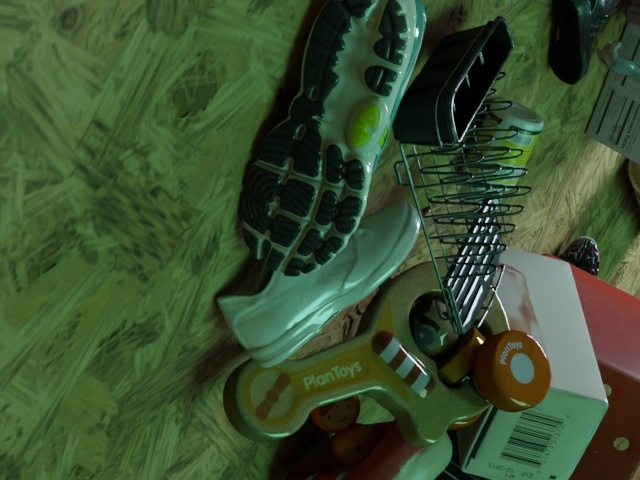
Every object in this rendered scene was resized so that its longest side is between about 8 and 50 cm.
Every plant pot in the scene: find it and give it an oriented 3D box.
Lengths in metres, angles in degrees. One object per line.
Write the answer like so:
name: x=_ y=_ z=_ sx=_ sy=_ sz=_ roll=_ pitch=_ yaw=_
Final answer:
plant pot: x=0.368 y=0.217 z=1.760 sx=0.267 sy=0.267 sz=0.236 roll=-64 pitch=177 yaw=18

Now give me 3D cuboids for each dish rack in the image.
dish rack: x=0.148 y=-0.054 z=1.200 sx=0.208 sy=0.074 sz=0.271 roll=-55 pitch=135 yaw=-50

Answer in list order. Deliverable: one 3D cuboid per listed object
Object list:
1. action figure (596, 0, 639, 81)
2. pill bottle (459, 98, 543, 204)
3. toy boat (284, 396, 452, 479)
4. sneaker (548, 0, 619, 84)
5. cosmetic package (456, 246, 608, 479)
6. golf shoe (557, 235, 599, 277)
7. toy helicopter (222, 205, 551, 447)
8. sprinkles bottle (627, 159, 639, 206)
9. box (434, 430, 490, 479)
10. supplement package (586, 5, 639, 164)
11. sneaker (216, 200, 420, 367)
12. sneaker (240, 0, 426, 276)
action figure: x=0.468 y=-0.250 z=1.408 sx=0.248 sy=0.276 sz=0.370 roll=-62 pitch=157 yaw=-45
pill bottle: x=0.200 y=-0.096 z=1.408 sx=0.065 sy=0.065 sz=0.116 roll=-16 pitch=135 yaw=-54
toy boat: x=0.039 y=0.231 z=1.438 sx=0.151 sy=0.151 sz=0.231 roll=-35 pitch=-170 yaw=-38
sneaker: x=0.306 y=-0.258 z=1.415 sx=0.089 sy=0.051 sz=0.170 roll=-42 pitch=149 yaw=-20
cosmetic package: x=0.242 y=0.147 z=1.524 sx=0.296 sy=0.129 sz=0.153 roll=-87 pitch=-166 yaw=-60
golf shoe: x=0.385 y=0.065 z=1.947 sx=0.086 sy=0.067 sz=0.186 roll=-70 pitch=176 yaw=-58
toy helicopter: x=0.052 y=0.104 z=1.267 sx=0.355 sy=0.235 sz=0.140 roll=-15 pitch=172 yaw=-35
sprinkles bottle: x=0.586 y=-0.066 z=2.061 sx=0.121 sy=0.121 sz=0.355 roll=-55 pitch=154 yaw=-2
box: x=0.198 y=0.440 z=1.779 sx=0.183 sy=0.294 sz=0.296 roll=-7 pitch=127 yaw=-61
supplement package: x=0.501 y=-0.246 z=1.664 sx=0.204 sy=0.145 sz=0.262 roll=-30 pitch=146 yaw=-42
sneaker: x=-0.001 y=0.019 z=1.159 sx=0.212 sy=0.094 sz=0.080 roll=-41 pitch=-165 yaw=-14
sneaker: x=0.022 y=-0.090 z=1.067 sx=0.275 sy=0.107 sz=0.110 roll=-64 pitch=167 yaw=21
